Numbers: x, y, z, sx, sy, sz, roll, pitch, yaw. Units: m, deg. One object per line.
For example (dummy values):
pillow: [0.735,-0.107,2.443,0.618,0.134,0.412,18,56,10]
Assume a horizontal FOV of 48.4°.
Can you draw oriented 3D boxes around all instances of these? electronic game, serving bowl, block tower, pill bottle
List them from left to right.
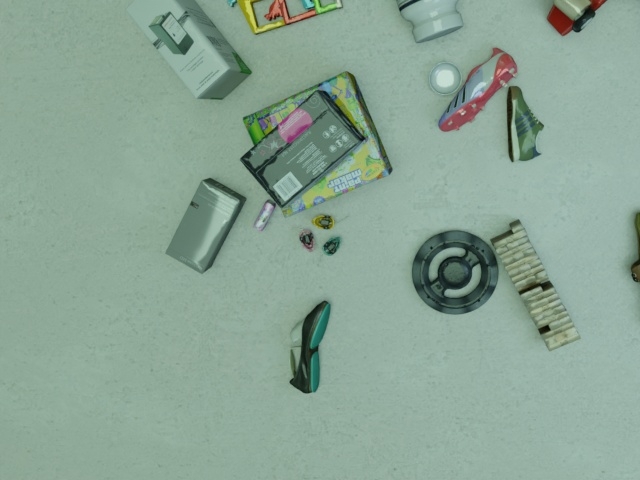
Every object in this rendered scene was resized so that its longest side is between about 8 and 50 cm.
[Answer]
pill bottle: [0.253,-0.632,1.745,0.153,0.153,0.265,-18,97,12]
serving bowl: [0.322,-0.417,1.835,0.083,0.027,0.083,2,100,9]
electronic game: [0.360,0.087,1.907,0.229,0.048,0.229,1,99,8]
block tower: [0.555,0.116,1.858,0.097,0.091,0.335,-26,94,12]

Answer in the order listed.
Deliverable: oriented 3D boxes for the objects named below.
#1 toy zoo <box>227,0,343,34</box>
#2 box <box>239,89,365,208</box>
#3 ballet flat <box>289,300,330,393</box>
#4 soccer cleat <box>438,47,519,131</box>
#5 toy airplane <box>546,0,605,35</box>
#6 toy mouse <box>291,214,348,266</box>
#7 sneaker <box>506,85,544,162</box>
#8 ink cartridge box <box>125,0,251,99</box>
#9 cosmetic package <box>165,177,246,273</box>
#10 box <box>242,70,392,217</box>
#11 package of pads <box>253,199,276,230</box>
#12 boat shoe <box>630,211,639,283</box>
toy zoo: [-0.105,-0.662,1.863,0.293,0.030,0.192,-14,97,12]
box: [-0.038,-0.218,1.693,0.247,0.142,0.163,-39,94,15]
ballet flat: [-0.042,0.296,1.994,0.096,0.095,0.280,13,102,19]
soccer cleat: [0.390,-0.380,1.815,0.248,0.083,0.095,-43,61,19]
toy airplane: [0.698,-0.671,1.604,0.384,0.272,0.386,9,119,40]
toy mouse: [0.000,0.000,1.962,0.161,0.031,0.143,2,100,10]
sneaker: [0.523,-0.297,1.809,0.086,0.064,0.192,-4,100,3]
ink cartridge box: [-0.334,-0.513,1.838,0.121,0.211,0.289,-38,91,15]
cosmetic package: [-0.317,-0.041,1.974,0.127,0.107,0.238,28,100,1]
box: [-0.001,-0.247,1.844,0.290,0.177,0.279,-21,96,12]
package of pads: [-0.154,-0.070,1.966,0.032,0.050,0.083,28,103,-2]
boat shoe: [0.838,0.076,1.803,0.104,0.111,0.307,3,91,13]
